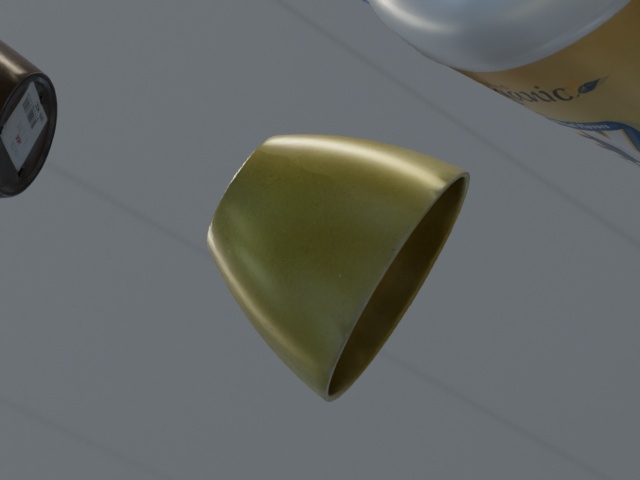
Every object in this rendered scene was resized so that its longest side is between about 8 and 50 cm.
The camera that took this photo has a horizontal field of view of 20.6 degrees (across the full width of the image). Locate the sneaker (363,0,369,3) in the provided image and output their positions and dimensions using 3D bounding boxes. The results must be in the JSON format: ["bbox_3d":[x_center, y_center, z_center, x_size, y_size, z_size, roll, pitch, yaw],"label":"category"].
[{"bbox_3d":[0.070,-0.251,1.350,0.240,0.091,0.126,-7,-53,-34],"label":"sneaker"}]

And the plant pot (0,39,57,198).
[{"bbox_3d":[-0.346,-0.119,1.476,0.230,0.215,0.215,16,-55,16],"label":"plant pot"}]

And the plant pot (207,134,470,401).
[{"bbox_3d":[0.000,0.000,0.888,0.095,0.134,0.134,31,-63,11],"label":"plant pot"}]

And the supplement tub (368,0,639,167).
[{"bbox_3d":[0.099,-0.096,0.490,0.199,0.144,0.144,24,-66,-32],"label":"supplement tub"}]
